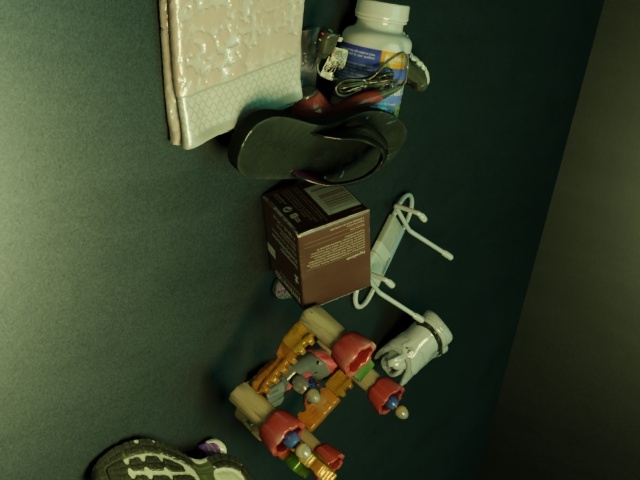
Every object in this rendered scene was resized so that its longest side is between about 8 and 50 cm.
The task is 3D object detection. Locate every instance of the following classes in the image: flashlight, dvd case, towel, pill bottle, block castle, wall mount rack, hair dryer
[{"bbox_3d":[-0.057,0.322,2.054,0.103,0.103,0.304,-41,169,39],"label":"flashlight"},{"bbox_3d":[-0.072,-0.320,1.698,0.221,0.018,0.165,-31,134,-49],"label":"dvd case"},{"bbox_3d":[-0.140,-0.348,1.504,0.331,0.053,0.317,-32,134,-44],"label":"towel"},{"bbox_3d":[0.110,-0.370,1.845,0.152,0.152,0.272,-18,124,-55],"label":"pill bottle"},{"bbox_3d":[0.018,0.358,1.876,0.303,0.213,0.453,-47,154,-8],"label":"block castle"},{"bbox_3d":[0.231,0.062,2.352,0.350,0.130,0.304,-63,151,-12],"label":"wall mount rack"},{"bbox_3d":[0.048,-0.263,1.743,0.223,0.080,0.294,16,114,-24],"label":"hair dryer"}]

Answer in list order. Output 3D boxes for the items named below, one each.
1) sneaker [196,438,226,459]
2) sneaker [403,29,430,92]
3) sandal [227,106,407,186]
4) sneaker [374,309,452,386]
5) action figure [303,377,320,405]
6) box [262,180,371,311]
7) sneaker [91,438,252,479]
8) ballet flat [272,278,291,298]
[{"bbox_3d":[-0.255,0.511,1.878,0.071,0.068,0.170,0,99,-44],"label":"sneaker"},{"bbox_3d":[0.185,-0.401,2.040,0.106,0.078,0.234,-61,147,-10],"label":"sneaker"},{"bbox_3d":[0.021,-0.162,1.672,0.445,0.107,0.168,-9,130,-44],"label":"sandal"},{"bbox_3d":[0.267,0.327,2.580,0.210,0.137,0.366,-38,168,-8],"label":"sneaker"},{"bbox_3d":[-0.024,0.367,2.208,0.038,0.030,0.115,-28,128,-46],"label":"action figure"},{"bbox_3d":[-0.006,0.001,1.806,0.167,0.168,0.203,-20,130,-21],"label":"box"},{"bbox_3d":[-0.301,0.515,1.702,0.182,0.158,0.410,-44,140,15],"label":"sneaker"},{"bbox_3d":[-0.016,0.084,1.987,0.221,0.079,0.077,-25,130,-52],"label":"ballet flat"}]
